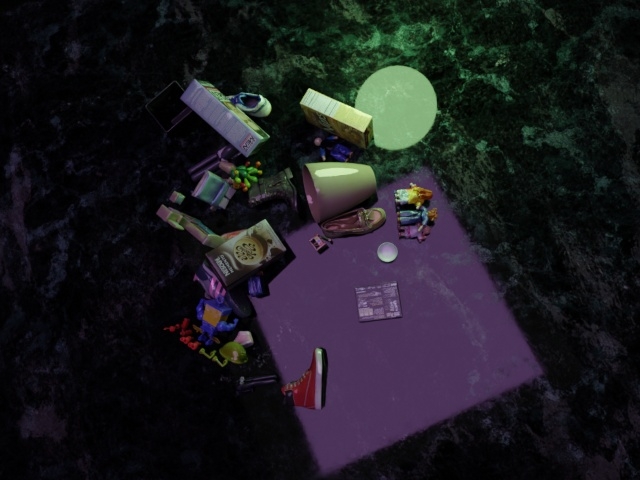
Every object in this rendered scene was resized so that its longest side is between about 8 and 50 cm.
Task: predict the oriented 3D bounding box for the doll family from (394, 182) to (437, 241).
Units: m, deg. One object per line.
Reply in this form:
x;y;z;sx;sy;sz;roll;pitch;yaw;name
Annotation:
0.403;-0.130;1.857;0.163;0.118;0.263;-6;78;8;doll family

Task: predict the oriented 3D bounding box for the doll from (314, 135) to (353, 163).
0.051;-0.413;2.011;0.189;0.046;0.129;33;85;14;doll

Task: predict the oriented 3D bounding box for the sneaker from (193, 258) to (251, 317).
-0.433;0.234;1.948;0.131;0.112;0.319;-46;74;20;sneaker

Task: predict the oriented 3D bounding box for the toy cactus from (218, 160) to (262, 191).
-0.364;-0.310;1.974;0.180;0.219;0.112;25;127;-1;toy cactus

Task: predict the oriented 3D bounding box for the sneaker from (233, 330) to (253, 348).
-0.352;0.435;1.911;0.134;0.051;0.070;-26;57;14;sneaker

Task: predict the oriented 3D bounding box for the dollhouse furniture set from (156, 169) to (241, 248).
-0.474;-0.156;1.908;0.198;0.286;0.303;34;92;25;dollhouse furniture set

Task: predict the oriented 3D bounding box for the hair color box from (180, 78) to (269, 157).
-0.416;-0.544;1.972;0.374;0.185;0.113;42;106;-7;hair color box

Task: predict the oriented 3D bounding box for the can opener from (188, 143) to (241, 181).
-0.498;-0.380;2.072;0.283;0.095;0.076;-31;75;2;can opener

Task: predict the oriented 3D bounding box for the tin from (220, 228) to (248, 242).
-0.375;0.011;2.004;0.189;0.040;0.106;-11;81;7;tin

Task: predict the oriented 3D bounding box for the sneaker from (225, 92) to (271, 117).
-0.387;-0.655;2.092;0.296;0.131;0.112;1;81;11;sneaker

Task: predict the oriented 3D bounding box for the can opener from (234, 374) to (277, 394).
-0.273;0.597;1.867;0.186;0.073;0.059;-16;38;3;can opener

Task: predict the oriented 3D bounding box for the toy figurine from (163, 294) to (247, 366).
-0.439;0.337;1.826;0.362;0.191;0.217;22;92;28;toy figurine

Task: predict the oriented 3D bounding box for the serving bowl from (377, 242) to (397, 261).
0.286;0.052;1.888;0.083;0.027;0.083;-2;78;9;serving bowl

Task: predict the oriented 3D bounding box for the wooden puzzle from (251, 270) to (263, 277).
-0.284;0.139;1.978;0.083;0.006;0.049;-16;77;6;wooden puzzle

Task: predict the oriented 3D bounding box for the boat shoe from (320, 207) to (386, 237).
0.142;-0.077;1.906;0.285;0.089;0.105;-17;76;5;boat shoe

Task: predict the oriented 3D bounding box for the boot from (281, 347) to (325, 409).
-0.073;0.563;1.819;0.176;0.088;0.244;2;83;12;boot

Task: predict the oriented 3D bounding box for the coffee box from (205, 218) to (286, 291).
-0.318;0.064;1.882;0.297;0.119;0.168;-33;82;-20;coffee box

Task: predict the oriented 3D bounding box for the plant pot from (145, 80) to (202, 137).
-0.674;-0.601;2.110;0.187;0.167;0.188;-41;74;0;plant pot

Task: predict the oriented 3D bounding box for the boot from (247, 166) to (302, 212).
-0.212;-0.199;1.989;0.228;0.091;0.263;-20;58;6;boot

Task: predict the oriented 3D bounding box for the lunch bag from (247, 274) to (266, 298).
-0.282;0.204;1.933;0.065;0.067;0.099;-13;78;7;lunch bag

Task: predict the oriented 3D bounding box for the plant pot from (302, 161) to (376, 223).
0.088;-0.230;1.887;0.273;0.256;0.257;-15;76;-10;plant pot

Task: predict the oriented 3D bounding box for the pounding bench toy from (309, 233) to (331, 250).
0.000;0.000;1.934;0.083;0.052;0.065;-38;75;0;pounding bench toy

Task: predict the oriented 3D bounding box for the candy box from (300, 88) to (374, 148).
0.077;-0.536;1.961;0.316;0.183;0.088;27;84;14;candy box

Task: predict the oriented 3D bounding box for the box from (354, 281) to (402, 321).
0.240;0.255;1.829;0.180;0.077;0.147;-9;77;8;box
